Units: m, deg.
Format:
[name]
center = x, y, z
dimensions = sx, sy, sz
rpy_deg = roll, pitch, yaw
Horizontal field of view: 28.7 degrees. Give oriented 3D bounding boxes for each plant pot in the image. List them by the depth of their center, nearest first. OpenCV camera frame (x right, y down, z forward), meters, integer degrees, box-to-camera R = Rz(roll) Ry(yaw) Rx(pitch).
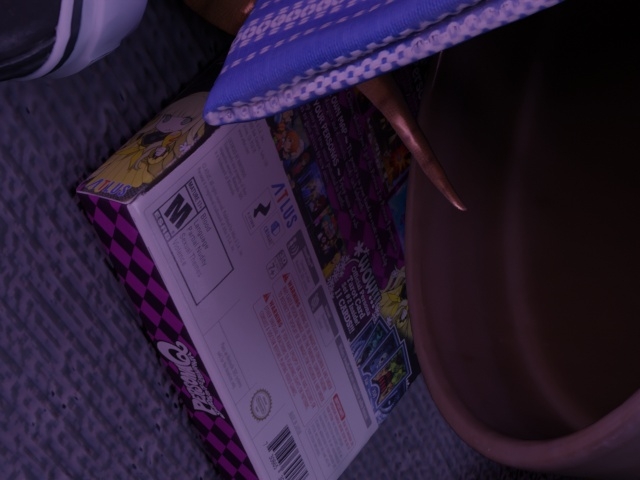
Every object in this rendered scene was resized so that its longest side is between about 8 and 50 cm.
[plant pot]
center = 0.225, -0.045, 0.524
dimensions = 0.280, 0.323, 0.323
rpy_deg = 11, 95, -16

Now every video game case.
[video game case]
center = 0.000, 0.000, 0.635
dimensions = 0.210, 0.042, 0.232
rpy_deg = -48, 136, -30

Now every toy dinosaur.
[toy dinosaur]
center = -0.017, -0.106, 0.542
dimensions = 0.211, 0.064, 0.112
rpy_deg = 28, 72, -22

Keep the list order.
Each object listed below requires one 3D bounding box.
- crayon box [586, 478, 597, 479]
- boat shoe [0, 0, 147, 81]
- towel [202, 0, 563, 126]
[crayon box]
center = 0.291, 0.120, 1.017
dimensions = 0.318, 0.081, 0.202
rpy_deg = 41, 72, -51
[boat shoe]
center = -0.114, -0.194, 0.351
dimensions = 0.119, 0.121, 0.335
rpy_deg = -32, 129, -46
[towel]
center = 0.088, -0.199, 0.443
dimensions = 0.040, 0.243, 0.336
rpy_deg = 43, 47, -30
